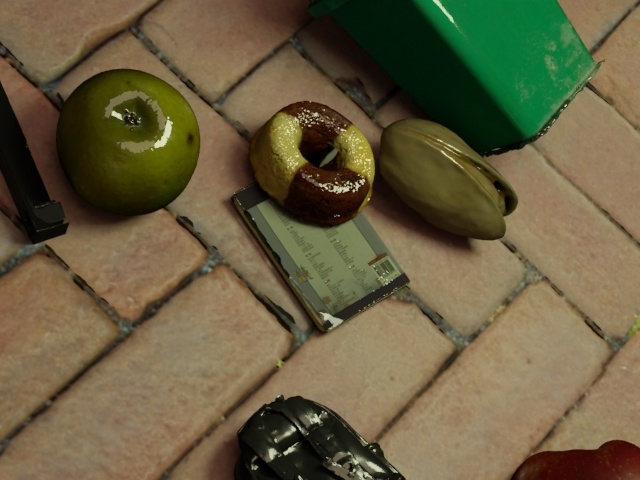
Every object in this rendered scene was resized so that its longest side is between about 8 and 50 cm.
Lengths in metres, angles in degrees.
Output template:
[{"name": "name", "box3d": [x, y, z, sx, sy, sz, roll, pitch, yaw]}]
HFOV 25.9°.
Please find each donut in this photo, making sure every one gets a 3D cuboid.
[{"name": "donut", "box3d": [-0.004, -0.111, 1.914, 0.184, 0.073, 0.166, 46, 61, 6]}]

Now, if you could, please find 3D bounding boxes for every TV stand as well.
[{"name": "TV stand", "box3d": [-0.399, -0.120, 1.818, 0.049, 0.040, 0.256, -18, 74, -26]}]

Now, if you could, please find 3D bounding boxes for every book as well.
[{"name": "book", "box3d": [0.000, 0.000, 1.917, 0.157, 0.026, 0.231, -29, 79, -31]}]

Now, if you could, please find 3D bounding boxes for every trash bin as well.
[{"name": "trash bin", "box3d": [0.203, -0.325, 1.964, 0.381, 0.295, 0.259, 48, 65, -14]}]

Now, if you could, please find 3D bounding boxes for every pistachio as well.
[{"name": "pistachio", "box3d": [0.176, -0.087, 1.955, 0.226, 0.136, 0.136, 36, 59, -8]}]

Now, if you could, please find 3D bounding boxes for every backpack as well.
[{"name": "backpack", "box3d": [0.001, 0.311, 1.721, 0.206, 0.133, 0.258, -34, 74, -32]}]

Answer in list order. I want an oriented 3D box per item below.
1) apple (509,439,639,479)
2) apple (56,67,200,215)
[{"name": "apple", "box3d": [0.338, 0.413, 1.706, 0.288, 0.288, 0.317, 12, 53, -14]}, {"name": "apple", "box3d": [-0.249, -0.131, 1.813, 0.196, 0.157, 0.196, 4, 70, -10]}]
